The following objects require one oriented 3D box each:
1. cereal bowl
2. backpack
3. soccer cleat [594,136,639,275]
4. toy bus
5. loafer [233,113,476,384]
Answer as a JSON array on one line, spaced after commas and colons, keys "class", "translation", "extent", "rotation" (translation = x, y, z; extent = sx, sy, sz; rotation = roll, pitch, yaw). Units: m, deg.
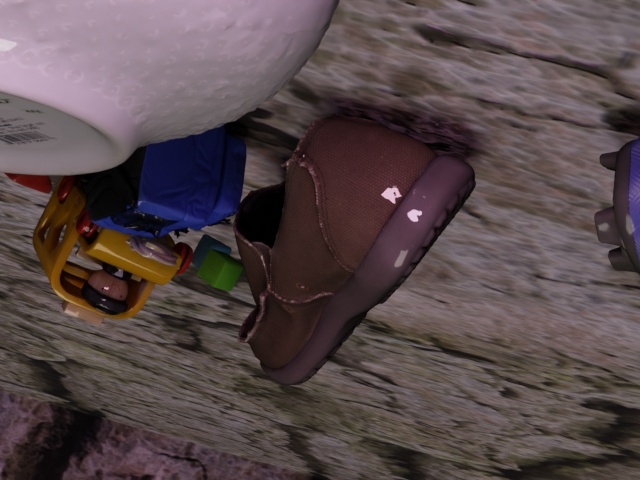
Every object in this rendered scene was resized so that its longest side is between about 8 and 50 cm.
[{"class": "cereal bowl", "translation": [-0.156, -0.118, 0.537], "extent": [0.339, 0.141, 0.339], "rotation": [6, 168, 1]}, {"class": "backpack", "translation": [-0.120, -0.045, 0.881], "extent": [0.101, 0.098, 0.120], "rotation": [22, 160, -30]}, {"class": "soccer cleat", "translation": [0.269, 0.018, 0.759], "extent": [0.121, 0.093, 0.289], "rotation": [-4, 155, 30]}, {"class": "toy bus", "translation": [-0.187, 0.018, 1.021], "extent": [0.191, 0.104, 0.202], "rotation": [30, -173, 19]}, {"class": "loafer", "translation": [0.000, 0.000, 0.914], "extent": [0.130, 0.134, 0.366], "rotation": [39, 150, 2]}]
